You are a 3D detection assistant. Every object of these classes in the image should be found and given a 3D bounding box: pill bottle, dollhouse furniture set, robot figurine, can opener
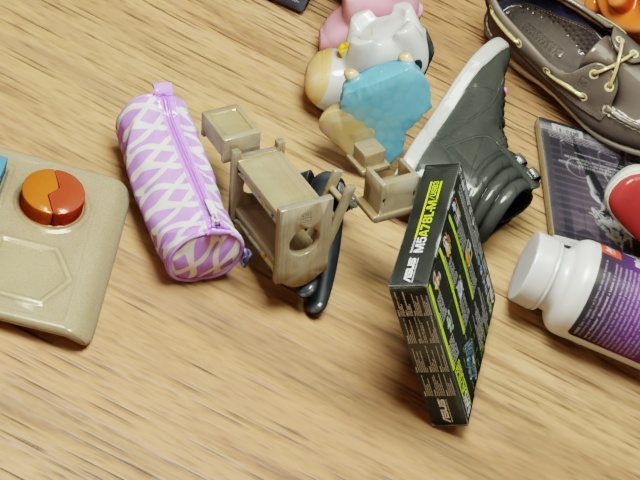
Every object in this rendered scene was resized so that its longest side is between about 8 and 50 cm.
[{"bbox_3d":[0.302,0.064,1.675,0.193,0.108,0.108,23,44,-5],"label":"pill bottle"},{"bbox_3d":[-0.012,-0.058,1.610,0.161,0.101,0.182,-15,43,-24],"label":"dollhouse furniture set"},{"bbox_3d":[0.437,-0.313,2.047,0.128,0.158,0.219,52,18,25],"label":"robot figurine"},{"bbox_3d":[0.000,0.000,1.636,0.059,0.073,0.186,47,33,-40],"label":"can opener"}]

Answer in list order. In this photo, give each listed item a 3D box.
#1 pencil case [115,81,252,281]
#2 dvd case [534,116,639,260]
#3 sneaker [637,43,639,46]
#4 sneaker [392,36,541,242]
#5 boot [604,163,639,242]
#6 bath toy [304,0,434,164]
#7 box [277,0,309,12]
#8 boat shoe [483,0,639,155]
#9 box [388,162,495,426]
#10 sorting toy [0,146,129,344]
[{"bbox_3d":[-0.143,-0.055,1.584,0.086,0.088,0.206,-10,54,-25],"label":"pencil case"},{"bbox_3d":[0.336,-0.045,1.858,0.165,0.018,0.221,15,44,-15],"label":"dvd case"},{"bbox_3d":[0.448,-0.204,1.978,0.319,0.131,0.112,29,45,2],"label":"sneaker"},{"bbox_3d":[0.188,-0.106,1.789,0.147,0.104,0.295,32,50,2],"label":"sneaker"},{"bbox_3d":[0.421,0.022,1.726,0.244,0.088,0.176,34,22,-17],"label":"boot"},{"bbox_3d":[0.059,-0.236,1.827,0.151,0.129,0.348,-12,40,12],"label":"bath toy"},{"bbox_3d":[-0.066,-0.397,1.959,0.183,0.059,0.232,24,43,-4],"label":"box"},{"bbox_3d":[0.327,-0.211,1.901,0.324,0.096,0.116,40,82,25],"label":"boat shoe"},{"bbox_3d":[0.123,0.052,1.551,0.045,0.190,0.184,-1,41,22],"label":"box"},{"bbox_3d":[-0.309,0.018,1.468,0.229,0.041,0.307,18,44,-10],"label":"sorting toy"}]
